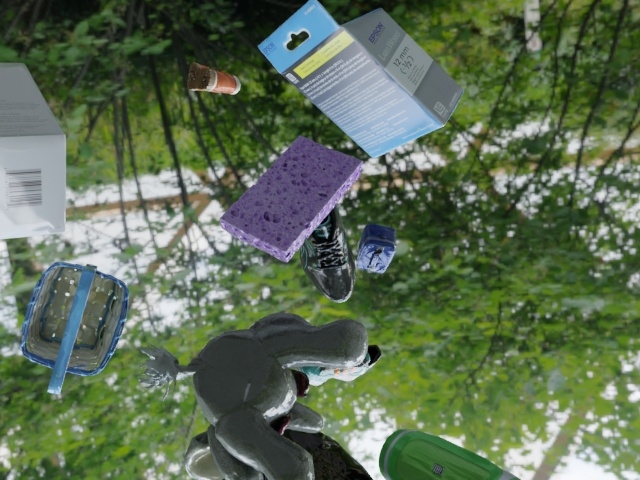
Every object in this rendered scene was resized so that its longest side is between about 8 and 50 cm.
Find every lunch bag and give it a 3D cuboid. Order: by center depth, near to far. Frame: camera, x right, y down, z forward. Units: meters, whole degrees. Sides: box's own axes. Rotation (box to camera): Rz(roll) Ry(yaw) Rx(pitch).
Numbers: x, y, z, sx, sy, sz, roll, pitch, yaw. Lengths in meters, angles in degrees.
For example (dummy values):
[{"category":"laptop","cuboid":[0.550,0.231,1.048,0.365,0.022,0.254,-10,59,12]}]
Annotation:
[{"category":"lunch bag","cuboid":[0.112,0.018,1.390,0.067,0.098,0.065,10,-128,-6]}]

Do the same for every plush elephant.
[{"category":"plush elephant","cuboid":[-0.099,0.256,1.106,0.330,0.272,0.255,10,157,15]}]

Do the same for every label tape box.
[{"category":"label tape box","cuboid":[0.075,-0.341,1.403,0.249,0.348,0.115,-17,-144,59]}]

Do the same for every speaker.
[{"category":"speaker","cuboid":[0.247,0.454,1.310,0.131,0.131,0.296,-15,-164,-36]}]

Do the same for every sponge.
[{"category":"sponge","cuboid":[-0.039,-0.068,1.042,0.117,0.031,0.210,27,-123,20]}]

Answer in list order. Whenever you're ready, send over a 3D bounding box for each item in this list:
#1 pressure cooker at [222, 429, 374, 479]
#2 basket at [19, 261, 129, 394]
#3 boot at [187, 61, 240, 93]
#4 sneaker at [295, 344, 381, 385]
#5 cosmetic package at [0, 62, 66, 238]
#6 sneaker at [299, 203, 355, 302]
[{"category":"pressure cooker","cuboid":[-0.106,0.606,1.303,0.420,0.375,0.370,-45,149,21]},{"category":"basket","cuboid":[-0.518,0.164,1.486,0.201,0.255,0.289,19,-176,-13]},{"category":"boot","cuboid":[-0.232,-0.342,1.503,0.085,0.059,0.158,4,-163,-34]},{"category":"sneaker","cuboid":[0.046,0.289,1.760,0.121,0.108,0.302,-36,156,23]},{"category":"cosmetic package","cuboid":[-0.573,-0.173,1.262,0.155,0.197,0.365,-8,-147,-31]},{"category":"sneaker","cuboid":[0.000,0.000,1.281,0.101,0.267,0.106,-17,-163,2]}]
